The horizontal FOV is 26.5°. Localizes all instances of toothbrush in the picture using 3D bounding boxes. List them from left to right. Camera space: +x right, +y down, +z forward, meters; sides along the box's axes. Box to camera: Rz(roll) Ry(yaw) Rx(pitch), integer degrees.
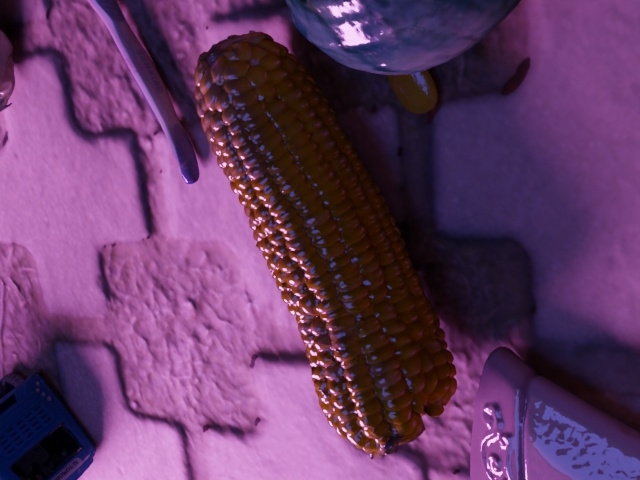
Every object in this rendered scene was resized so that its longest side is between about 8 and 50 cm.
[{"bbox_3d":[-0.154,-0.162,0.997,0.027,0.021,0.269,-17,103,54],"label":"toothbrush"}]

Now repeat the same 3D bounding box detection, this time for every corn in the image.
[{"bbox_3d":[0.000,0.000,0.893,0.101,0.101,0.292,-20,99,48],"label":"corn"}]

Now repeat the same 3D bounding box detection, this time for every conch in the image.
[{"bbox_3d":[0.037,-0.183,0.707,0.196,0.134,0.202,-4,116,32],"label":"conch"}]

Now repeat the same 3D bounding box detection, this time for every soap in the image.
[{"bbox_3d":[0.046,-0.119,0.837,0.034,0.012,0.089,-19,101,48],"label":"soap"}]

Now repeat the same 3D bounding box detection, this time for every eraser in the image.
[{"bbox_3d":[0.168,0.215,0.891,0.204,0.059,0.243,28,125,26],"label":"eraser"}]

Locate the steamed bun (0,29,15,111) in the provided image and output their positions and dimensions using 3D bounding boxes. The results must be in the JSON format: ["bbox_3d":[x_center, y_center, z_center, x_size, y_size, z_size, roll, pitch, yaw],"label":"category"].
[{"bbox_3d":[-0.352,-0.175,1.086,0.218,0.144,0.211,4,118,44],"label":"steamed bun"}]

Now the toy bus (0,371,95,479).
[{"bbox_3d":[-0.328,0.238,1.354,0.134,0.113,0.246,47,137,1],"label":"toy bus"}]
